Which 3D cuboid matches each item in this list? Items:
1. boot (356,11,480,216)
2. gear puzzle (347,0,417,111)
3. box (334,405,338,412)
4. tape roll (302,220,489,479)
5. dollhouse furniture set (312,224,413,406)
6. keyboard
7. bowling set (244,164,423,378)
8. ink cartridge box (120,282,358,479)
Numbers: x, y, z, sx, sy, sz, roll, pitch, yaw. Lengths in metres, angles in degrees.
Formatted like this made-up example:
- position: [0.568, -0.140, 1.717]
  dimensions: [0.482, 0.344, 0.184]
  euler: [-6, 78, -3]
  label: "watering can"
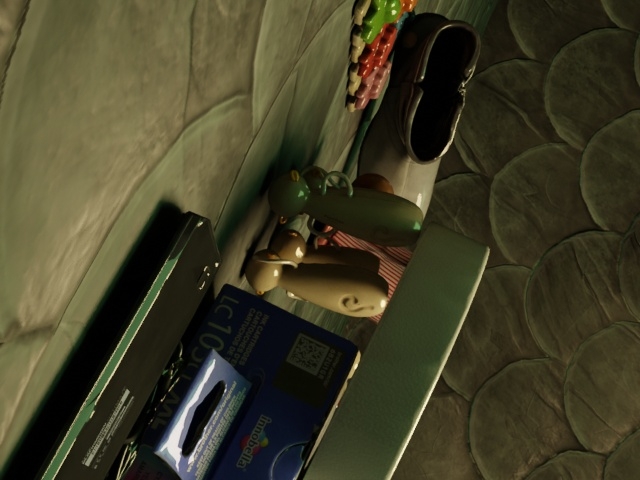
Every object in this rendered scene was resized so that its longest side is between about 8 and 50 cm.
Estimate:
- position: [0.121, -0.133, 1.231]
  dimensions: [0.222, 0.118, 0.338]
  euler: [-92, -172, -70]
  label: "boot"
- position: [0.087, -0.271, 1.005]
  dimensions: [0.339, 0.044, 0.175]
  euler: [91, 25, -72]
  label: "gear puzzle"
- position: [-0.061, 0.325, 1.261]
  dimensions: [0.257, 0.079, 0.322]
  euler: [-62, 145, -19]
  label: "box"
- position: [0.064, 0.165, 0.973]
  dimensions: [0.392, 0.072, 0.392]
  euler: [-62, 173, -14]
  label: "tape roll"
- position: [0.024, 0.157, 1.422]
  dimensions: [0.374, 0.201, 0.152]
  euler: [-61, 175, 21]
  label: "dollhouse furniture set"
- position: [-0.155, 0.134, 0.661]
  dimensions: [0.317, 0.033, 0.201]
  euler: [-62, 171, -19]
  label: "keyboard"
- position: [0.000, 0.000, 1.027]
  dimensions: [0.200, 0.154, 0.287]
  euler: [-85, -168, -51]
  label: "bowling set"
- position: [-0.092, 0.225, 0.909]
  dimensions: [0.270, 0.151, 0.395]
  euler: [-62, 175, -25]
  label: "ink cartridge box"
